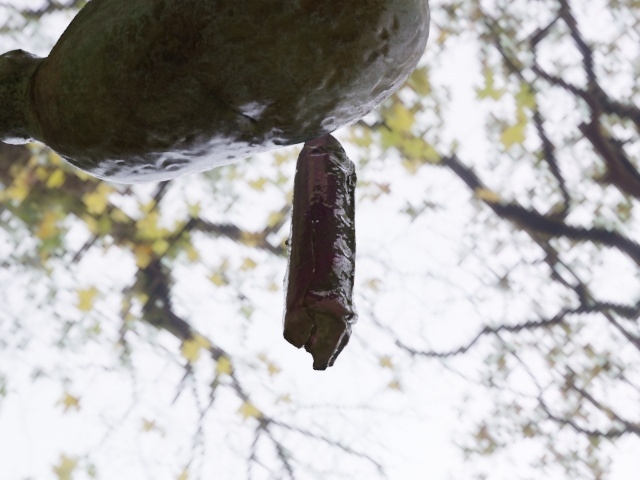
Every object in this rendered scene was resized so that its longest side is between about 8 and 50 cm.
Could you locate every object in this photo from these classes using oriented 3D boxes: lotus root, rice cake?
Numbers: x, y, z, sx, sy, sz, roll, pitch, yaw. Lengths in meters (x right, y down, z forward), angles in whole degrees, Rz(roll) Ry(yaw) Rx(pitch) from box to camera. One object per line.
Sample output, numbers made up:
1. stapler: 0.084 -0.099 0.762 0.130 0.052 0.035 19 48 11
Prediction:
1. lotus root: -0.070 -0.129 1.200 0.350 0.175 0.175 -22 -134 8
2. rice cake: 0.001 0.000 1.196 0.055 0.049 0.270 -50 -163 25
